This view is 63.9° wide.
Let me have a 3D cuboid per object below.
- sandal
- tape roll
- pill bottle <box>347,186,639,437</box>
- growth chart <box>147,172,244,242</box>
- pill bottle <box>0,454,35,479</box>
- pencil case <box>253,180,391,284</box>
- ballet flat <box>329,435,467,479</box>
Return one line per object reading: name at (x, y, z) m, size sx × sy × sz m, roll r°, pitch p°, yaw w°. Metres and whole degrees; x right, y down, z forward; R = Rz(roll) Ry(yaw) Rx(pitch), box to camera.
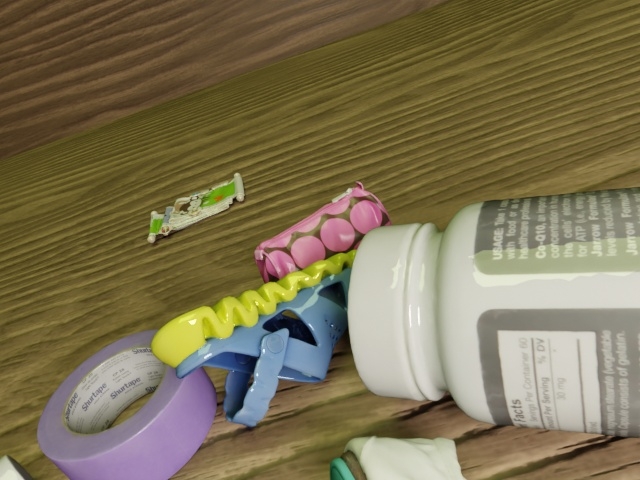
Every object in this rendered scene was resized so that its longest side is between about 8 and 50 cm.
sandal at (-0.030, 0.110, 0.615) m, size 0.317 × 0.138 × 0.126 m, roll -23°, pitch -11°, yaw -30°
tape roll at (-0.227, 0.201, 0.616) m, size 0.189 × 0.080 × 0.189 m, roll -15°, pitch 31°, yaw 9°
pill bottle at (0.220, 0.059, 0.443) m, size 0.361 × 0.204 × 0.204 m, roll -3°, pitch 35°, yaw 27°
growth chart at (-0.274, -0.078, 1.140) m, size 0.237 × 0.021 × 0.172 m, roll -26°, pitch 30°, yaw -8°
pill bottle at (-0.369, 0.310, 0.506) m, size 0.108 × 0.108 × 0.180 m, roll 13°, pitch 44°, yaw 43°
pencil case at (0.000, 0.000, 0.773) m, size 0.209 × 0.098 × 0.095 m, roll -33°, pitch 27°, yaw -19°
ballet flat at (0.124, 0.258, 0.285) m, size 0.139 × 0.139 × 0.400 m, roll -25°, pitch 30°, yaw -6°
